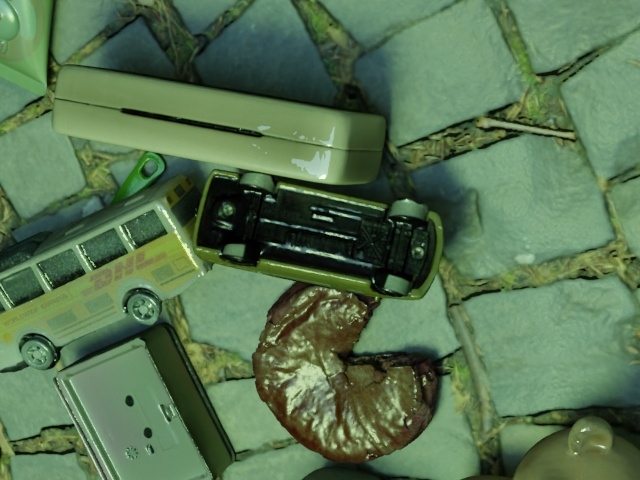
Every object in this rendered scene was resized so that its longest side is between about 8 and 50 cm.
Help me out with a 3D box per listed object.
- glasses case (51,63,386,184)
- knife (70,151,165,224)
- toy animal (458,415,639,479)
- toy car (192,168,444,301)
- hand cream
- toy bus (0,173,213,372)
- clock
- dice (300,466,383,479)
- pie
[{"bbox_3d":[-0.108,-0.123,1.597,0.336,0.144,0.076,12,96,21],"label":"glasses case"},{"bbox_3d":[-0.230,-0.035,1.749,0.078,0.022,0.166,41,118,1],"label":"knife"},{"bbox_3d":[0.244,0.306,1.565,0.210,0.229,0.221,41,164,-23],"label":"toy animal"},{"bbox_3d":[0.000,0.000,1.586,0.256,0.124,0.101,12,80,6],"label":"toy car"},{"bbox_3d":[-0.342,-0.320,1.683,0.147,0.093,0.306,25,123,16],"label":"hand cream"},{"bbox_3d":[-0.267,0.046,1.731,0.342,0.097,0.138,-22,109,27],"label":"toy bus"},{"bbox_3d":[-0.208,0.210,1.785,0.147,0.071,0.192,-24,95,27],"label":"clock"},{"bbox_3d":[0.023,0.379,1.669,0.191,0.194,0.193,28,113,15],"label":"dice"},{"bbox_3d":[0.024,0.146,1.675,0.218,0.054,0.204,42,117,7],"label":"pie"}]
